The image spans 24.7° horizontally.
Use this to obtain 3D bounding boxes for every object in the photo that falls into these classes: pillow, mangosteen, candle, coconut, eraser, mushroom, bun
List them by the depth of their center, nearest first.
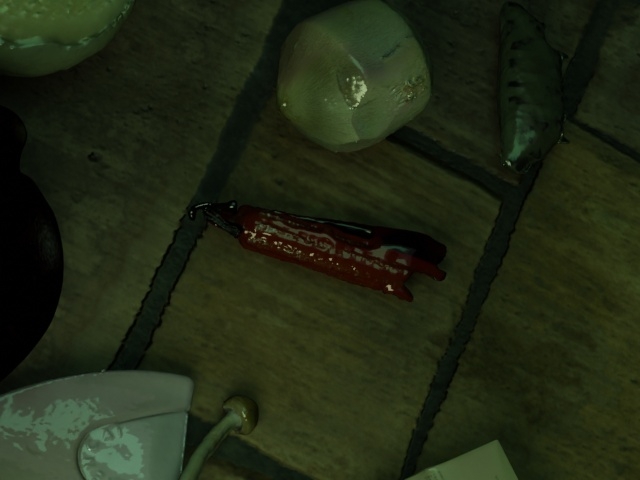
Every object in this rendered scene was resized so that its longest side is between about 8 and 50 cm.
[{"bbox_3d":[-0.373,0.005,1.364,0.297,0.297,0.313,32,50,-2],"label":"mangosteen"},{"bbox_3d":[-0.126,0.272,1.431,0.068,0.043,0.306,37,49,-18],"label":"mushroom"},{"bbox_3d":[-0.250,0.213,1.437,0.243,0.059,0.204,13,65,-18],"label":"eraser"},{"bbox_3d":[-0.336,-0.307,1.597,0.287,0.146,0.287,10,70,-29],"label":"bun"},{"bbox_3d":[0.000,0.000,1.618,0.302,0.059,0.084,15,51,-13],"label":"candle"},{"bbox_3d":[0.031,-0.180,1.646,0.183,0.171,0.171,-33,80,-31],"label":"coconut"},{"bbox_3d":[0.261,-0.185,1.789,0.093,0.051,0.241,8,64,-9],"label":"pillow"}]

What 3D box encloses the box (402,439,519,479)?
[{"bbox_3d":[0.147,0.336,1.494,0.168,0.095,0.212,-18,73,-26],"label":"box"}]
